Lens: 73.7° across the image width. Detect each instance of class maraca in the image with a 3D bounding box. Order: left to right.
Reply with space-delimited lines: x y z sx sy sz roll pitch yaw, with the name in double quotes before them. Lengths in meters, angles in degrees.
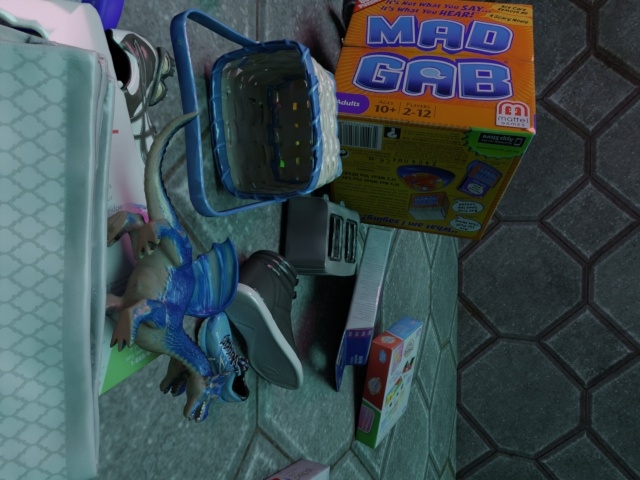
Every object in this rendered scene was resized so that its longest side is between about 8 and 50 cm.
"maraca" -0.050 -0.195 0.833 0.127 0.099 0.186 34 85 -44

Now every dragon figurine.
"dragon figurine" -0.141 0.032 0.426 0.144 0.085 0.289 21 74 -62

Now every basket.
"basket" -0.091 -0.168 0.638 0.289 0.201 0.255 -13 101 -63

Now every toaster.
"toaster" 0.000 0.000 0.911 0.168 0.110 0.186 13 80 -60

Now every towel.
"towel" -0.294 0.024 0.239 0.316 0.053 0.332 1 99 -30

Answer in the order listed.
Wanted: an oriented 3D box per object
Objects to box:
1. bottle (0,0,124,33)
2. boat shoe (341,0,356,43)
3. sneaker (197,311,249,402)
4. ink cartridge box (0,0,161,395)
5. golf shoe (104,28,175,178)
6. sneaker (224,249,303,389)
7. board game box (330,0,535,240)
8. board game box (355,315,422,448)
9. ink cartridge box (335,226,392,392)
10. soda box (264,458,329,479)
"bottle" -0.301 -0.240 0.345 0.283 0.092 0.118 -31 151 -57
"boat shoe" 0.107 -0.525 1.112 0.254 0.095 0.079 50 53 -70
"sneaker" -0.144 0.186 0.686 0.063 0.073 0.162 -33 119 -57
"ink cartridge box" -0.275 -0.023 0.387 0.207 0.119 0.354 -32 119 -57
"golf shoe" -0.232 -0.138 0.486 0.094 0.077 0.198 -4 102 -73
"sneaker" -0.075 0.144 0.782 0.147 0.104 0.296 -64 145 -45
"board game box" 0.224 -0.261 0.947 0.356 0.356 0.357 83 18 -60
"board game box" 0.209 0.412 1.272 0.242 0.064 0.317 -14 115 -56
"ink cartridge box" 0.107 0.187 1.050 0.324 0.071 0.330 84 19 -61
"soda box" -0.061 0.506 0.848 0.216 0.073 0.069 21 73 -61
